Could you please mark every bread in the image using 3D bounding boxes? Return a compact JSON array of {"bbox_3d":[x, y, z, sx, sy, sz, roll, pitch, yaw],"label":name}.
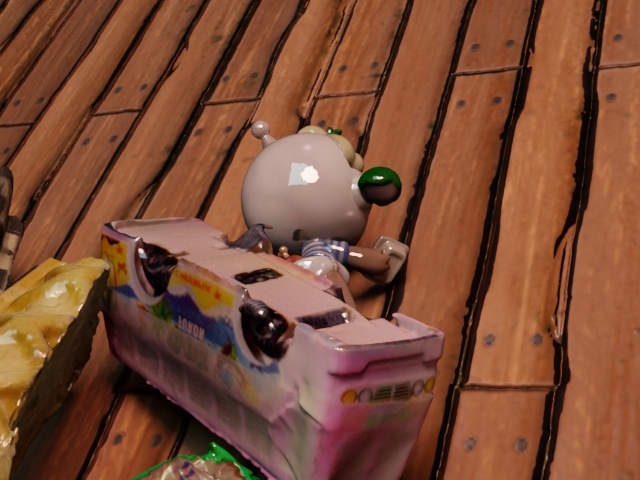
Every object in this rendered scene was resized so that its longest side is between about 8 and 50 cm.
[{"bbox_3d":[-0.196,0.093,0.668,0.088,0.128,0.232,27,31,-5],"label":"bread"}]

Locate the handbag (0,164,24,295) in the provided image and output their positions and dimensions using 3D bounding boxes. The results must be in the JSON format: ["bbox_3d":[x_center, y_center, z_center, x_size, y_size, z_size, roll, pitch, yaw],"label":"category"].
[{"bbox_3d":[-0.397,0.096,0.783,0.325,0.162,0.327,-19,38,17],"label":"handbag"}]

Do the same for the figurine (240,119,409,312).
[{"bbox_3d":[0.001,0.000,0.774,0.147,0.093,0.197,-36,60,31],"label":"figurine"}]

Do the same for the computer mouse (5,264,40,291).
[{"bbox_3d":[-0.221,0.079,0.821,0.079,0.047,0.135,-15,42,33],"label":"computer mouse"}]

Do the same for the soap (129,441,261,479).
[{"bbox_3d":[-0.133,0.229,0.570,0.273,0.098,0.218,-27,40,-7],"label":"soap"}]

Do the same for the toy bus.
[{"bbox_3d":[-0.043,0.060,0.681,0.090,0.112,0.274,-3,17,-36],"label":"toy bus"}]
